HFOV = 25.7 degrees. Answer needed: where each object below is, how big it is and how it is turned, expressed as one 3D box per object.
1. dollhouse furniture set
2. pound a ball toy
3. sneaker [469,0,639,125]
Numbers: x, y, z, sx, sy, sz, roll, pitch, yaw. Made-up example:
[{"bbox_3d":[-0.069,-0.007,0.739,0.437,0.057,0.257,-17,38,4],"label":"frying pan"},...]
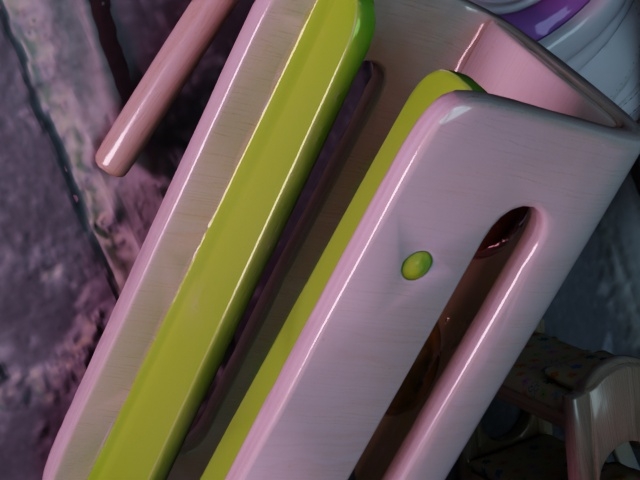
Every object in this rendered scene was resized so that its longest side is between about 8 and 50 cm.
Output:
[{"bbox_3d":[0.179,0.088,0.684,0.161,0.182,0.101,-14,106,-25],"label":"dollhouse furniture set"},{"bbox_3d":[0.000,0.000,0.582,0.135,0.208,0.319,10,116,-37],"label":"pound a ball toy"},{"bbox_3d":[0.164,-0.151,0.691,0.305,0.114,0.152,-44,142,-18],"label":"sneaker"}]
